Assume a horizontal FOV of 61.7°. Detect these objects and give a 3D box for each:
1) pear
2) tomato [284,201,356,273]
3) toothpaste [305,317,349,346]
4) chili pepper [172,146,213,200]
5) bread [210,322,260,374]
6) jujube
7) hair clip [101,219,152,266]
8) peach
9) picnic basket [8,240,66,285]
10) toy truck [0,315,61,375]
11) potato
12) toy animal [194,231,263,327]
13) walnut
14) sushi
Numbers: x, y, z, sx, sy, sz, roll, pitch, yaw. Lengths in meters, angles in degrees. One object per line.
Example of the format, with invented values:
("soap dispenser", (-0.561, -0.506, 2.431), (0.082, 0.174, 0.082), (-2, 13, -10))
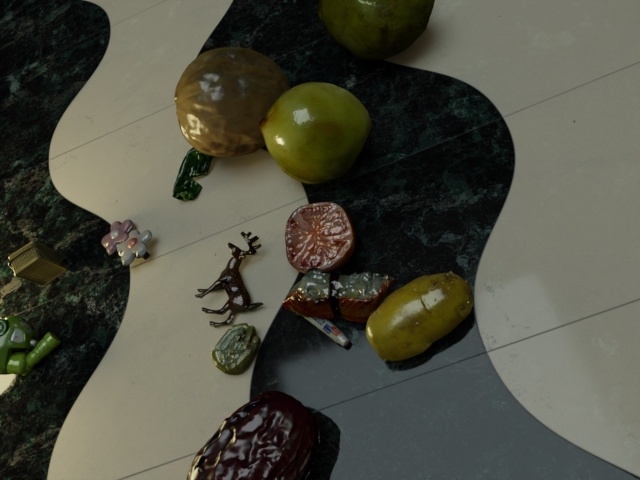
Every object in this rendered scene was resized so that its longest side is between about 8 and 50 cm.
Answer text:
("pear", (0.189, -0.801, 1.825), (0.413, 0.352, 0.352), (22, 73, 23))
("tomato", (0.000, 0.000, 1.618), (0.236, 0.095, 0.237), (-7, 66, 16))
("toothpaste", (-0.003, 0.232, 1.540), (0.052, 0.033, 0.218), (-46, 55, -13))
("chili pepper", (-0.454, -0.258, 1.915), (0.099, 0.083, 0.254), (15, 73, 15))
("bread", (-0.244, 0.312, 1.560), (0.117, 0.064, 0.156), (27, 76, 27))
("jujube", (-0.168, 0.556, 1.314), (0.258, 0.259, 0.377), (28, 63, 28))
("hair clip", (-0.672, 0.005, 1.863), (0.256, 0.075, 0.146), (26, 80, 33))
("peach", (-0.010, -0.332, 1.655), (0.315, 0.281, 0.314), (38, 91, -15))
("picnic basket", (-0.989, 0.082, 1.877), (0.115, 0.164, 0.080), (-35, 67, -1))
("toy truck", (-0.989, 0.360, 1.755), (0.210, 0.148, 0.187), (26, 71, 2))
("potato", (0.259, 0.192, 1.404), (0.300, 0.140, 0.173), (-35, 71, 5))
("toy animal", (-0.265, 0.123, 1.668), (0.259, 0.087, 0.244), (-30, 72, 0))
("walnut", (-0.296, -0.451, 1.788), (0.383, 0.384, 0.384), (-8, 62, 15))
("sushi", (0.054, 0.149, 1.500), (0.331, 0.124, 0.130), (3, 53, 18))
